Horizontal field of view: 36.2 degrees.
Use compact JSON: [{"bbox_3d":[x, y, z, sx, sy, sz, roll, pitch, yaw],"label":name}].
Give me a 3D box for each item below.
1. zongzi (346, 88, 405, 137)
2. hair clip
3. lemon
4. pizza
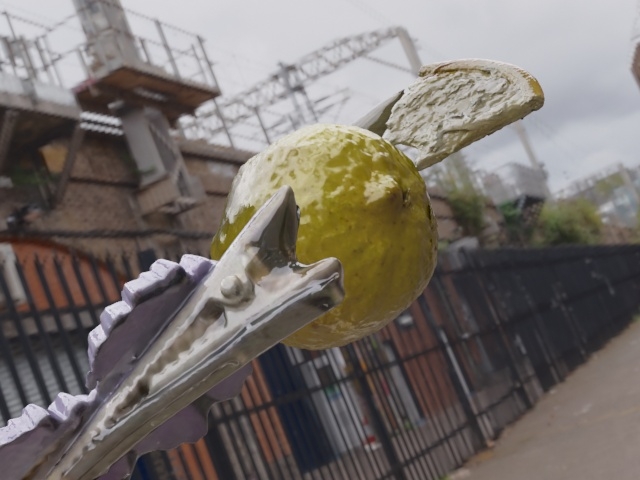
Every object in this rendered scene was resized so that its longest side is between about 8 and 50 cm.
[{"bbox_3d":[0.016,-0.125,1.799,0.289,0.154,0.317,-37,-21,-51],"label":"zongzi"},{"bbox_3d":[-0.101,0.094,0.523,0.292,0.084,0.106,-45,-37,-3],"label":"hair clip"},{"bbox_3d":[0.000,0.000,1.206,0.268,0.268,0.322,-14,-15,-44],"label":"lemon"},{"bbox_3d":[0.173,-0.183,1.363,0.262,0.181,0.034,-34,-42,-18],"label":"pizza"}]
